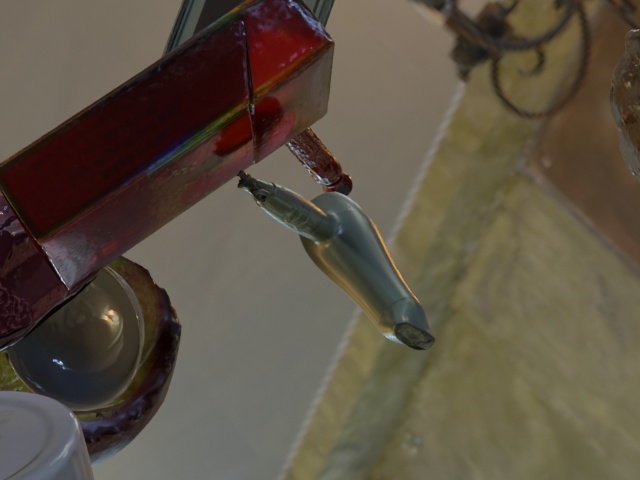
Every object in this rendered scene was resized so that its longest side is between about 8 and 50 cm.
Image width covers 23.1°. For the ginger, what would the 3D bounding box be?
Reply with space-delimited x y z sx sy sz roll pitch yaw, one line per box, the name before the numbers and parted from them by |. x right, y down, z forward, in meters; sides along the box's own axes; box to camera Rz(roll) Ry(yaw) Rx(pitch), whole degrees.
ginger | 0.451 -0.148 1.991 0.130 0.276 0.221 -17 -16 0

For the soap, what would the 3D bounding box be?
soap | -0.367 0.027 1.571 0.325 0.220 0.127 -52 -39 -62

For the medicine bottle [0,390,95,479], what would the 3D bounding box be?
medicine bottle | -0.152 0.255 0.802 0.130 0.130 0.341 -24 -63 -33

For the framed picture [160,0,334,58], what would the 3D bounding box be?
framed picture | -0.075 -0.301 1.865 0.018 0.231 0.293 36 -113 -51

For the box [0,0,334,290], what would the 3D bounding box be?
box | -0.136 -0.091 1.435 0.313 0.089 0.197 -36 -11 -9

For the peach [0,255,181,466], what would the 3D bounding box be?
peach | -0.410 0.179 2.245 0.406 0.335 0.310 -17 -12 -43

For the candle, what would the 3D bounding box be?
candle | -0.017 -0.132 2.255 0.329 0.051 0.048 47 -126 -59

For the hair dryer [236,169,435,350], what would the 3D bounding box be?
hair dryer | 0.000 0.000 1.519 0.075 0.206 0.237 -45 -44 9

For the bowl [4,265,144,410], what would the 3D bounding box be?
bowl | -0.270 0.094 1.801 0.189 0.189 0.086 -54 -11 21
